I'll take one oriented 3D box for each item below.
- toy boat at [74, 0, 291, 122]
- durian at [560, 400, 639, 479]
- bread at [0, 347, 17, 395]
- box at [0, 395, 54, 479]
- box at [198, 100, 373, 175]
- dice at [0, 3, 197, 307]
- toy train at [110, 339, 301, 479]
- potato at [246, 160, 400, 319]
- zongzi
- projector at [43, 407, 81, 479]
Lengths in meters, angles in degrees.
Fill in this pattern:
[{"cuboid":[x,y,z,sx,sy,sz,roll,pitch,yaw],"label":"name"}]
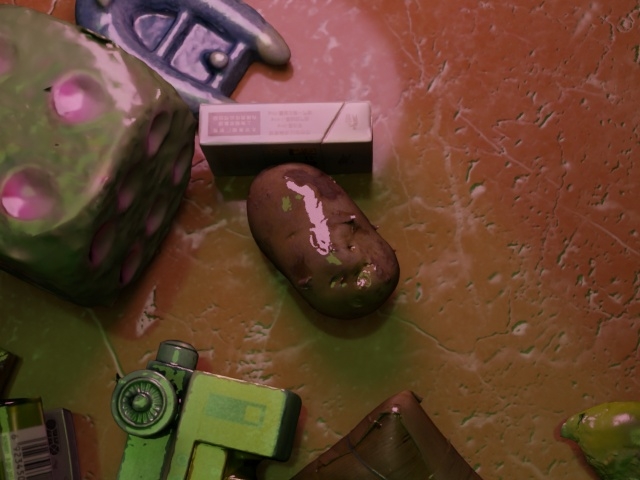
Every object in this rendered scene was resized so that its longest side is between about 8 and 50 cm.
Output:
[{"cuboid":[-0.217,-0.308,1.786,0.330,0.123,0.215,33,81,8],"label":"toy boat"},{"cuboid":[0.460,0.295,1.623,0.250,0.101,0.139,40,82,10],"label":"durian"},{"cuboid":[-0.472,0.194,1.720,0.047,0.036,0.083,20,77,-1],"label":"bread"},{"cuboid":[-0.399,0.379,1.571,0.134,0.097,0.345,-14,84,38],"label":"box"},{"cuboid":[-0.045,-0.145,1.723,0.243,0.155,0.067,-1,78,4],"label":"box"},{"cuboid":[-0.375,-0.110,1.644,0.330,0.318,0.322,23,79,8],"label":"dice"},{"cuboid":[-0.181,0.339,1.609,0.253,0.160,0.397,12,77,6],"label":"toy train"},{"cuboid":[0.000,0.000,1.683,0.165,0.165,0.262,-37,66,-6],"label":"potato"},{"cuboid":[0.092,0.358,1.636,0.256,0.115,0.228,-40,94,15],"label":"zongzi"},{"cuboid":[-0.398,0.318,1.674,0.115,0.061,0.147,-10,76,-1],"label":"projector"}]
